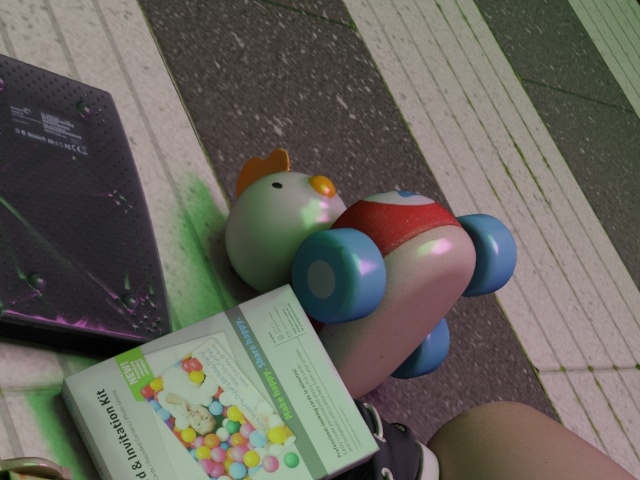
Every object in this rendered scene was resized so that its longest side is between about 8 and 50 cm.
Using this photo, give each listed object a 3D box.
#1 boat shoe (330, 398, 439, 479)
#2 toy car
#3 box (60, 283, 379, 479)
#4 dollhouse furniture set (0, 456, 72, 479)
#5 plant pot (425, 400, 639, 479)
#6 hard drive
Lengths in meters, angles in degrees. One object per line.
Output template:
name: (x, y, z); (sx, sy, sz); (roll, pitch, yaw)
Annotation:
boat shoe: (0.024, 0.233, 0.986); (0.091, 0.114, 0.302); (43, 19, -15)
toy car: (0.000, 0.000, 1.129); (0.219, 0.210, 0.238); (-8, 51, -48)
box: (-0.072, 0.130, 0.940); (0.186, 0.038, 0.145); (-22, 72, -23)
dollhouse furniture set: (-0.226, 0.155, 0.735); (0.161, 0.101, 0.182); (18, 44, -43)
plant pot: (0.185, 0.266, 1.057); (0.256, 0.256, 0.274); (29, 20, -32)
hard drive: (-0.210, -0.027, 1.001); (0.172, 0.054, 0.255); (16, 45, -44)
